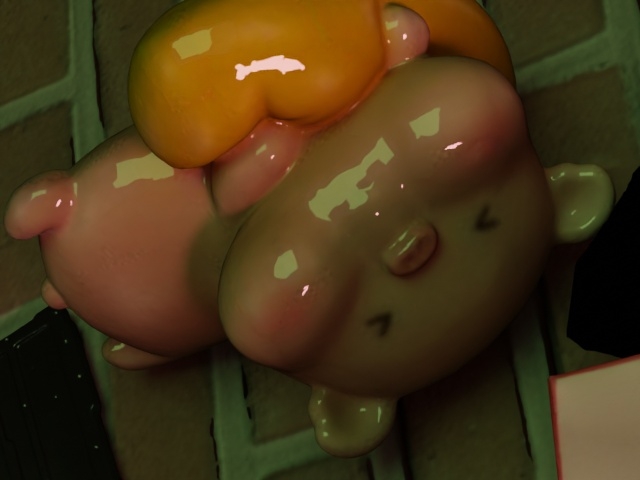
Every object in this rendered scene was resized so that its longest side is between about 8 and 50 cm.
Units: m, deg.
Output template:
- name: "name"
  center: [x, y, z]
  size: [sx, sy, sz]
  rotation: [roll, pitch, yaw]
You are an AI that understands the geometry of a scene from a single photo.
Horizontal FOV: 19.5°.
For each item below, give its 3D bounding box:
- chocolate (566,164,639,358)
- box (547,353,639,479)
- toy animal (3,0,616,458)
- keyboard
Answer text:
- name: "chocolate"
  center: [0.216, 0.018, 1.071]
  size: [0.148, 0.080, 0.125]
  rotation: [-35, 41, 18]
- name: "box"
  center: [0.290, 0.209, 0.768]
  size: [0.312, 0.314, 0.300]
  rotation: [-17, 53, 21]
- name: "toy animal"
  center: [-0.010, -0.004, 1.107]
  size: [0.345, 0.277, 0.247]
  rotation: [-31, 66, 8]
- name: "keyboard"
  center: [-0.181, 0.163, 1.254]
  size: [0.106, 0.016, 0.262]
  rotation: [-32, 52, 11]
